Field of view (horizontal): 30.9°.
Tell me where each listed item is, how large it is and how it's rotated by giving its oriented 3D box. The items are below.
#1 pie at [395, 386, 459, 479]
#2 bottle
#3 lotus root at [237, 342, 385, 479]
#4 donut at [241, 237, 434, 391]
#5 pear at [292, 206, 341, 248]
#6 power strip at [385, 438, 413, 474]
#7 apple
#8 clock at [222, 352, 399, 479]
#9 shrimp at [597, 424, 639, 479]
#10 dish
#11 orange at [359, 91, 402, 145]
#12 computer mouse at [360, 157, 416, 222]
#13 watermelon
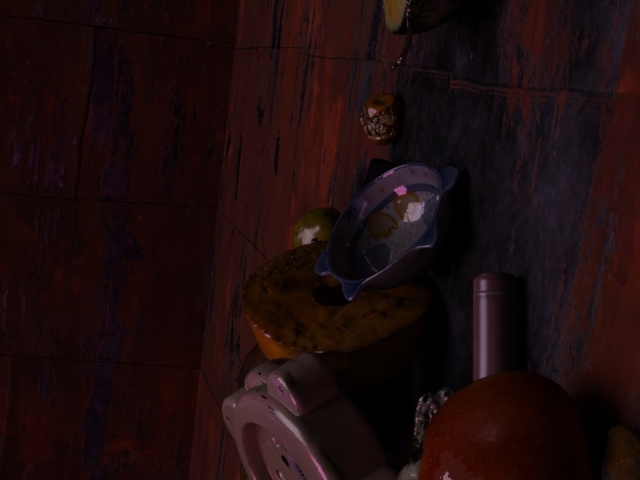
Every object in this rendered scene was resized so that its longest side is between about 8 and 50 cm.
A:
[{"bbox_3d":[0.130,0.325,1.329,0.302,0.066,0.303,3,-90,-75],"label":"pie"},{"bbox_3d":[0.203,0.108,1.343,0.053,0.053,0.140,145,127,-72],"label":"bottle"},{"bbox_3d":[-0.017,0.295,1.777,0.250,0.250,0.346,156,114,-74],"label":"lotus root"},{"bbox_3d":[0.027,0.109,1.655,0.278,0.277,0.109,-108,9,-56],"label":"donut"},{"bbox_3d":[0.000,0.000,2.071,0.131,0.107,0.107,120,152,-43],"label":"pear"},{"bbox_3d":[0.105,0.464,1.598,0.091,0.062,0.386,-165,79,-73],"label":"power strip"},{"bbox_3d":[0.176,0.244,1.122,0.235,0.173,0.210,-87,-11,-51],"label":"apple"},{"bbox_3d":[-0.006,0.283,1.497,0.284,0.114,0.309,58,156,10],"label":"clock"},{"bbox_3d":[0.280,0.269,0.984,0.262,0.066,0.117,-83,-14,-52],"label":"shrimp"},{"bbox_3d":[0.109,0.006,1.596,0.236,0.086,0.228,-20,41,42],"label":"dish"},{"bbox_3d":[0.094,-0.195,1.853,0.086,0.062,0.086,-174,90,-78],"label":"orange"},{"bbox_3d":[0.100,-0.058,1.762,0.217,0.073,0.122,-141,57,-74],"label":"computer mouse"},{"bbox_3d":[0.153,-0.369,1.539,0.204,0.127,0.232,112,159,-49],"label":"watermelon"}]
